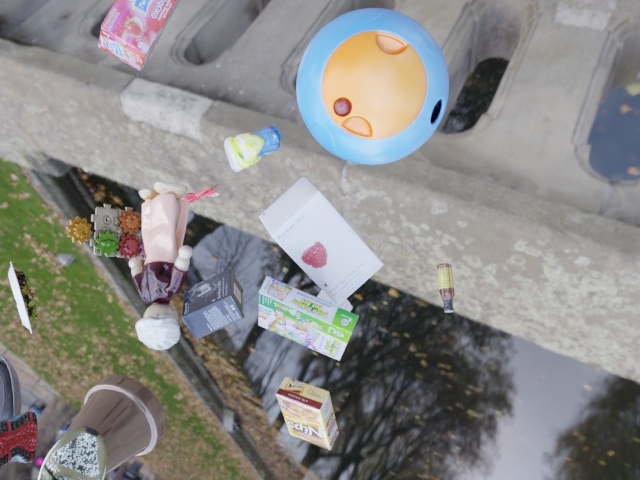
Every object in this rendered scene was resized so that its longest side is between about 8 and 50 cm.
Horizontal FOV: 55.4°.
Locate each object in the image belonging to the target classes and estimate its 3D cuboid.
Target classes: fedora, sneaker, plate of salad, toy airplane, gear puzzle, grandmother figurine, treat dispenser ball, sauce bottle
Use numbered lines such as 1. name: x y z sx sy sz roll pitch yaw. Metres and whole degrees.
1. fedora: -0.782 0.377 1.337 0.244 0.275 0.124 50 -161 26
2. sneaker: -0.164 -0.233 1.538 0.240 0.126 0.091 -163 54 -70
3. sneaker: -0.657 0.396 1.216 0.125 0.104 0.262 -1 165 -2
4. plate of salad: -0.782 0.149 1.614 0.200 0.048 0.200 37 135 49
5. toy airplane: -0.332 -0.120 1.654 0.151 0.151 0.028 -2 118 45
6. gear puzzle: -0.663 -0.031 1.994 0.044 0.176 0.338 -7 170 41
7. grandmother figurine: -0.328 0.054 1.270 0.104 0.343 0.207 9 162 -35
8. treat dispenser ball: 0.097 -0.289 1.159 0.288 0.288 0.288 24 151 14
9. sauce bottle: 0.334 0.126 1.618 0.042 0.128 0.042 0 162 0
10. sneaker: -0.628 0.641 1.417 0.158 0.411 0.182 29 165 -13

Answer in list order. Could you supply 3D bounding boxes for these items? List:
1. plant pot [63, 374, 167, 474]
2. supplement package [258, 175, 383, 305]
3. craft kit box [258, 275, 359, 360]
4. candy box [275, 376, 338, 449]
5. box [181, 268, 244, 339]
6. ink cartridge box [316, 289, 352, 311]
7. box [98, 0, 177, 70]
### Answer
1. plant pot: -0.613 0.558 1.754 0.262 0.229 0.263 8 115 18
2. supplement package: 0.000 0.000 1.678 0.293 0.177 0.175 47 -178 -26
3. craft kit box: -0.039 0.205 1.557 0.246 0.061 0.250 20 153 5
4. candy box: -0.045 0.654 2.295 0.182 0.088 0.317 14 139 23
5. box: -0.314 0.185 1.791 0.156 0.158 0.093 -107 -9 -62
6. ink cartridge box: 0.043 0.237 2.190 0.061 0.104 0.181 28 167 30
7. box: -0.442 -0.579 1.530 0.122 0.257 0.128 28 165 -18
